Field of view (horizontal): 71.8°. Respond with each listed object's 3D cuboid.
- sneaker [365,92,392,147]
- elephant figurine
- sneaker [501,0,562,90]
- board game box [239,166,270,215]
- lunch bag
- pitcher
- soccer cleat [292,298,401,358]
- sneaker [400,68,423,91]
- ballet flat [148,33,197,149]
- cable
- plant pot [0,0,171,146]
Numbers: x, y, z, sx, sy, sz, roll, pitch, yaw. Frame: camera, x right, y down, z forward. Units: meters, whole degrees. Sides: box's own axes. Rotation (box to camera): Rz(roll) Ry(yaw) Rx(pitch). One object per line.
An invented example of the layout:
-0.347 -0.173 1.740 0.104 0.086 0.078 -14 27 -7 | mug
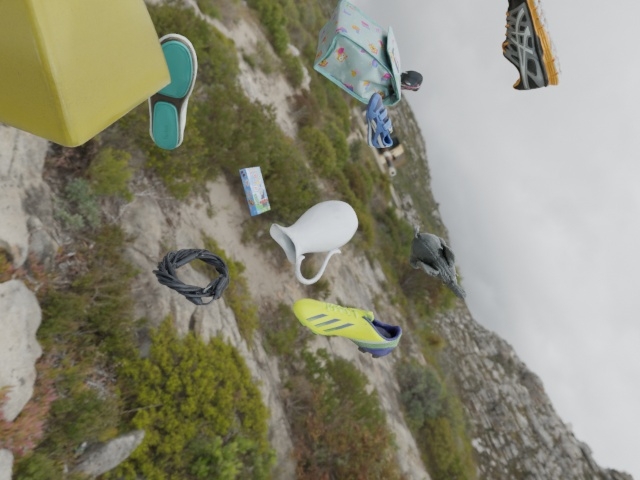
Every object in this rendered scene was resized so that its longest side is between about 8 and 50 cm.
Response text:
0.145 -0.286 1.062 0.053 0.059 0.144 -52 146 -32 | sneaker
0.444 0.083 1.651 0.239 0.186 0.169 -120 -137 -51 | elephant figurine
0.363 -0.369 0.793 0.084 0.083 0.214 -43 114 -45 | sneaker
-0.301 -0.231 2.047 0.160 0.039 0.211 -39 116 -71 | board game box
0.128 -0.519 1.253 0.262 0.160 0.223 25 46 -21 | lunch bag
0.000 0.000 1.130 0.125 0.207 0.177 -14 -80 63 | pitcher
0.071 0.201 1.119 0.289 0.121 0.093 26 32 -12 | soccer cleat
0.259 -0.543 1.491 0.178 0.072 0.077 32 1 16 | sneaker
-0.444 -0.452 1.314 0.400 0.139 0.139 -60 -139 49 | ballet flat
-0.269 0.070 0.943 0.151 0.047 0.184 20 24 -5 | cable
-0.345 -0.275 0.551 0.187 0.212 0.212 100 12 -45 | plant pot
